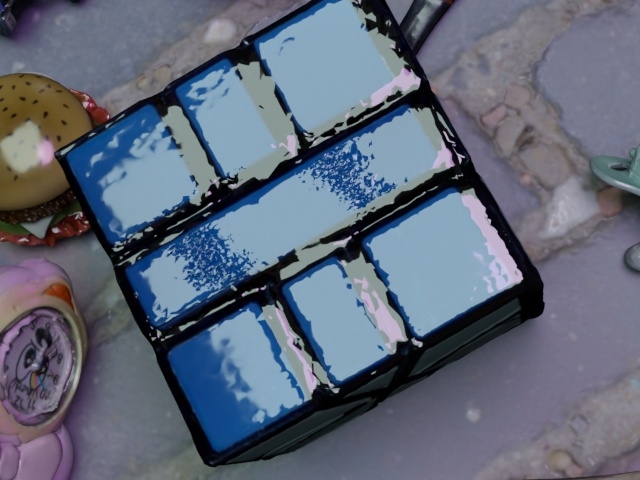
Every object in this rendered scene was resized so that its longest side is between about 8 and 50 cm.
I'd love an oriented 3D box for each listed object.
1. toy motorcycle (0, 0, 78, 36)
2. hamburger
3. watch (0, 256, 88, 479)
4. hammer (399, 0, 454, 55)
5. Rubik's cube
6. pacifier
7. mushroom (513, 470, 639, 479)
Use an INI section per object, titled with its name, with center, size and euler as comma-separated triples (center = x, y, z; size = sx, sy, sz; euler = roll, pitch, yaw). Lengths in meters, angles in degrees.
[toy motorcycle]
center = -0.394, -0.362, 1.215
size = 0.358, 0.125, 0.212
euler = 42, 76, 13
[hamburger]
center = -0.284, -0.087, 1.117
size = 0.175, 0.137, 0.175
euler = -3, 72, 8
[watch]
center = -0.341, 0.131, 1.061
size = 0.217, 0.211, 0.249
euler = 3, 67, 26
[hammer]
center = 0.093, -0.220, 1.153
size = 0.137, 0.037, 0.290
euler = 29, 81, 12
[Rubik's cube]
center = 0.000, 0.000, 0.961
size = 0.288, 0.293, 0.283
euler = -30, 80, 3
[pacifier]
center = 0.313, -0.027, 1.055
size = 0.150, 0.126, 0.117
euler = 27, 117, 29
[mushroom]
center = 0.169, 0.359, 0.947
size = 0.154, 0.137, 0.408
euler = 21, 73, -1
